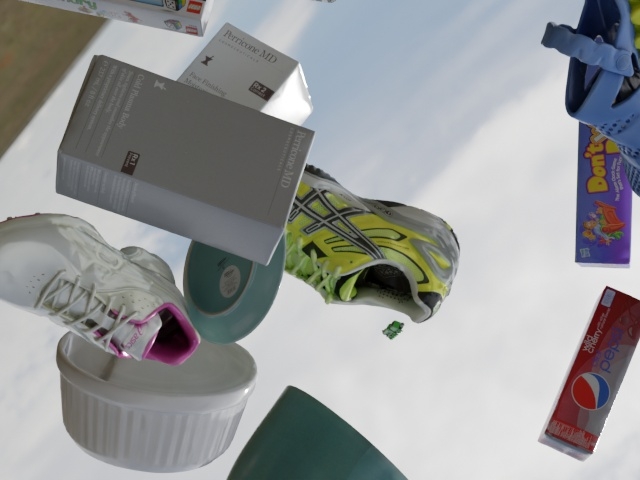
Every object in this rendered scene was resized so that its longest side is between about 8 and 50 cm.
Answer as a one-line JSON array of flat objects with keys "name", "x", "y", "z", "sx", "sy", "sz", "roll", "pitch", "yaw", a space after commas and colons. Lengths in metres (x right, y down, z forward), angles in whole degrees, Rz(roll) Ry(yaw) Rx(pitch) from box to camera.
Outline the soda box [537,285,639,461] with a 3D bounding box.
[{"name": "soda box", "x": 0.433, "y": 0.211, "z": 2.093, "sx": 0.092, "sy": 0.083, "sz": 0.263, "roll": 86, "pitch": 29, "yaw": -73}]

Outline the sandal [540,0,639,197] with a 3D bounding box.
[{"name": "sandal", "x": 0.357, "y": -0.183, "z": 1.624, "sx": 0.138, "sy": 0.317, "sz": 0.126, "roll": -29, "pitch": -155, "yaw": -12}]

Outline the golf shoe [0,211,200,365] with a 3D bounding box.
[{"name": "golf shoe", "x": -0.246, "y": 0.058, "z": 1.443, "sx": 0.115, "sy": 0.306, "sz": 0.140, "roll": -52, "pitch": -127, "yaw": 15}]

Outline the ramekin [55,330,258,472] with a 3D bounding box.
[{"name": "ramekin", "x": -0.228, "y": 0.211, "z": 1.799, "sx": 0.273, "sy": 0.273, "sz": 0.127, "roll": -103, "pitch": -157, "yaw": -72}]

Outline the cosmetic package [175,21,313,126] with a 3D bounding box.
[{"name": "cosmetic package", "x": -0.132, "y": -0.210, "z": 2.094, "sx": 0.184, "sy": 0.151, "sz": 0.151, "roll": -53, "pitch": 159, "yaw": -15}]

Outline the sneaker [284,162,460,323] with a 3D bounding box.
[{"name": "sneaker", "x": 0.000, "y": 0.000, "z": 1.776, "sx": 0.147, "sy": 0.384, "sz": 0.145, "roll": -77, "pitch": 180, "yaw": -52}]

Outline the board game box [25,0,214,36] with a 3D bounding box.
[{"name": "board game box", "x": -0.297, "y": -0.418, "z": 1.942, "sx": 0.053, "sy": 0.305, "sz": 0.193, "roll": 96, "pitch": 6, "yaw": -66}]

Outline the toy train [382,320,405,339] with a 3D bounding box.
[{"name": "toy train", "x": 0.122, "y": 0.150, "z": 2.224, "sx": 0.083, "sy": 0.023, "sz": 0.017, "roll": 127, "pitch": -16, "yaw": -71}]

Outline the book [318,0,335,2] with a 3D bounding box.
[{"name": "book", "x": -0.021, "y": -0.437, "z": 2.021, "sx": 0.035, "sy": 0.144, "sz": 0.096, "roll": -33, "pitch": -150, "yaw": -20}]

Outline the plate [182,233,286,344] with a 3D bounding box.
[{"name": "plate", "x": -0.110, "y": 0.028, "z": 1.557, "sx": 0.188, "sy": 0.024, "sz": 0.188, "roll": -18, "pitch": -115, "yaw": 43}]

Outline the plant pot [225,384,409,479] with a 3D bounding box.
[{"name": "plant pot", "x": -0.021, "y": 0.410, "z": 2.072, "sx": 0.235, "sy": 0.293, "sz": 0.293, "roll": -47, "pitch": -167, "yaw": -14}]

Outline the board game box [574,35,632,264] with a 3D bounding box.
[{"name": "board game box", "x": 0.421, "y": -0.135, "z": 1.944, "sx": 0.233, "sy": 0.078, "sz": 0.347, "roll": 13, "pitch": 79, "yaw": -77}]

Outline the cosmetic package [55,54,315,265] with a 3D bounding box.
[{"name": "cosmetic package", "x": -0.137, "y": -0.080, "z": 1.345, "sx": 0.107, "sy": 0.238, "sz": 0.127, "roll": 113, "pitch": -8, "yaw": -63}]
